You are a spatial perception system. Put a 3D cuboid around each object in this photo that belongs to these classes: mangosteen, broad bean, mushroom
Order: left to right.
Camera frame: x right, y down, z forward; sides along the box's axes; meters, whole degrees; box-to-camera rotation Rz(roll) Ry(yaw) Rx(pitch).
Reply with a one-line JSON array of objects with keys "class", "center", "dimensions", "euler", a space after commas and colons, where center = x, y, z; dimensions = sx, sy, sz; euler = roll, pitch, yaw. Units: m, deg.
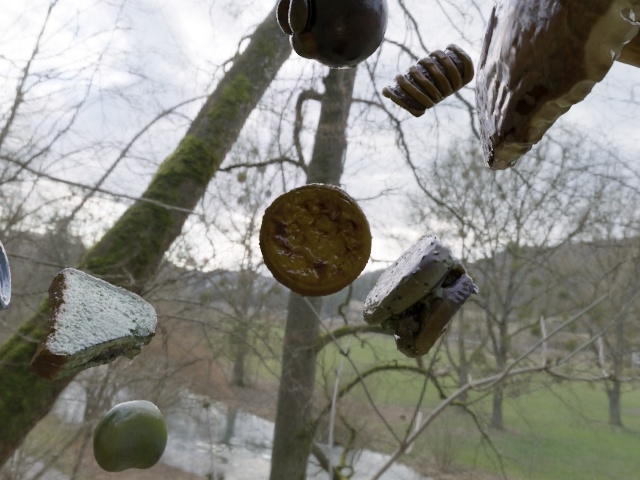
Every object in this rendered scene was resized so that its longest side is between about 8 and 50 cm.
[{"class": "broad bean", "center": [-0.483, 0.505, 1.560], "dimensions": [0.121, 0.189, 0.263], "euler": [20, -18, 17]}, {"class": "mangosteen", "center": [0.027, -0.419, 1.130], "dimensions": [0.210, 0.209, 0.210], "euler": [9, -10, 2]}, {"class": "mushroom", "center": [0.243, -0.130, 0.358], "dimensions": [0.302, 0.233, 0.208], "euler": [8, -41, 32]}]

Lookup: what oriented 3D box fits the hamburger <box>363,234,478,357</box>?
[{"class": "hamburger", "center": [0.248, 0.147, 1.550], "dimensions": [0.195, 0.277, 0.318], "euler": [44, -9, -1]}]

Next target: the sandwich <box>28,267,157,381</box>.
[{"class": "sandwich", "center": [-0.486, 0.207, 1.334], "dimensions": [0.254, 0.099, 0.288], "euler": [36, 20, -29]}]

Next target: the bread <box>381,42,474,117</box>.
[{"class": "bread", "center": [0.269, -0.400, 1.510], "dimensions": [0.225, 0.134, 0.081], "euler": [-33, -32, -1]}]

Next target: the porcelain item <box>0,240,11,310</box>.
[{"class": "porcelain item", "center": [-0.496, 0.053, 0.679], "dimensions": [0.259, 0.141, 0.141], "euler": [-5, -5, -16]}]

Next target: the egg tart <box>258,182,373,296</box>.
[{"class": "egg tart", "center": [0.000, 0.000, 1.108], "dimensions": [0.203, 0.202, 0.147], "euler": [8, 0, 9]}]
